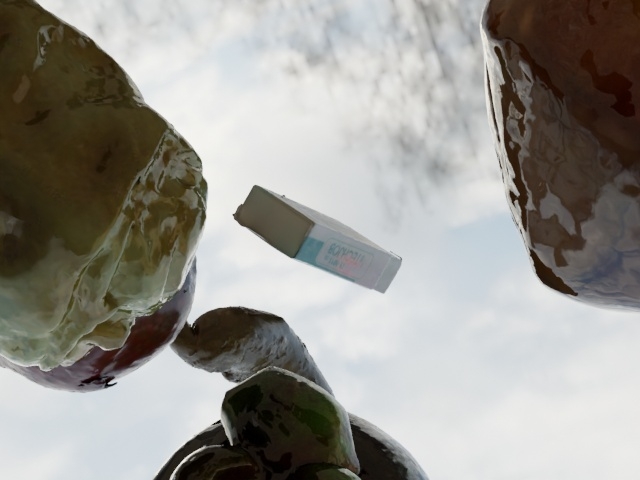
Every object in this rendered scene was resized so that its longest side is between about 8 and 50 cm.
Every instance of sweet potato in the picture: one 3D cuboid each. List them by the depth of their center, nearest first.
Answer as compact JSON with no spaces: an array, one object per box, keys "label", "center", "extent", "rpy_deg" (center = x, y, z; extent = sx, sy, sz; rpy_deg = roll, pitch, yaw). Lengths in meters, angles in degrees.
[{"label":"sweet potato","center":[-0.052,0.143,2.071],"extent":[0.098,0.310,0.124],"rpy_deg":[-34,-148,19]}]

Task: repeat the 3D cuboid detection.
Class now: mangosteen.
[{"label":"mangosteen","center":[-0.028,0.274,1.630],"extent":[0.311,0.311,0.311],"rpy_deg":[-14,-146,10]}]

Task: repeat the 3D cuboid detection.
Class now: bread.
[{"label":"bread","center":[-0.174,-0.055,0.927],"extent":[0.152,0.267,0.130],"rpy_deg":[-49,173,7]}]

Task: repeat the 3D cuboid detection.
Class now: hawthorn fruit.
[{"label":"hawthorn fruit","center":[-0.211,0.043,1.599],"extent":[0.235,0.181,0.181],"rpy_deg":[-33,-152,24]}]

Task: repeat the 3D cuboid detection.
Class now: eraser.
[{"label":"eraser","center":[0.000,0.000,2.159],"extent":[0.095,0.225,0.052],"rpy_deg":[33,-86,30]}]

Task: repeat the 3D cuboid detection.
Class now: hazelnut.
[{"label":"hazelnut","center":[0.278,-0.108,1.381],"extent":[0.372,0.372,0.315],"rpy_deg":[-34,-112,-19]}]
